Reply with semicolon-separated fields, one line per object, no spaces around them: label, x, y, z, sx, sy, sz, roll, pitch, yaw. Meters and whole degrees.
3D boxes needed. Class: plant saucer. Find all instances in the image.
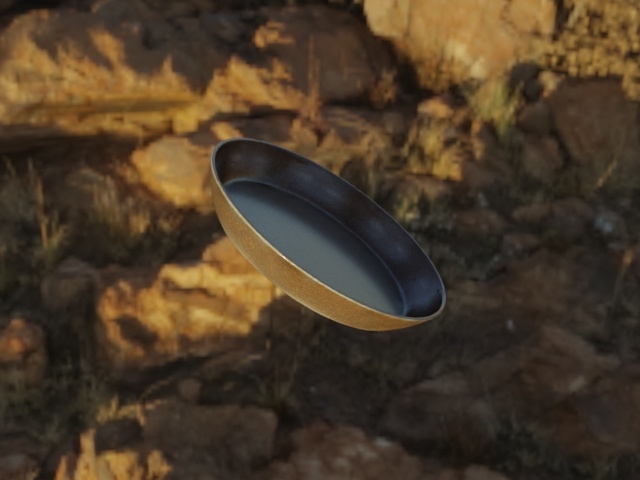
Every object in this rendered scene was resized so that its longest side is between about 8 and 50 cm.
plant saucer;0.000;0.000;0.747;0.168;0.029;0.168;30;23;-14
